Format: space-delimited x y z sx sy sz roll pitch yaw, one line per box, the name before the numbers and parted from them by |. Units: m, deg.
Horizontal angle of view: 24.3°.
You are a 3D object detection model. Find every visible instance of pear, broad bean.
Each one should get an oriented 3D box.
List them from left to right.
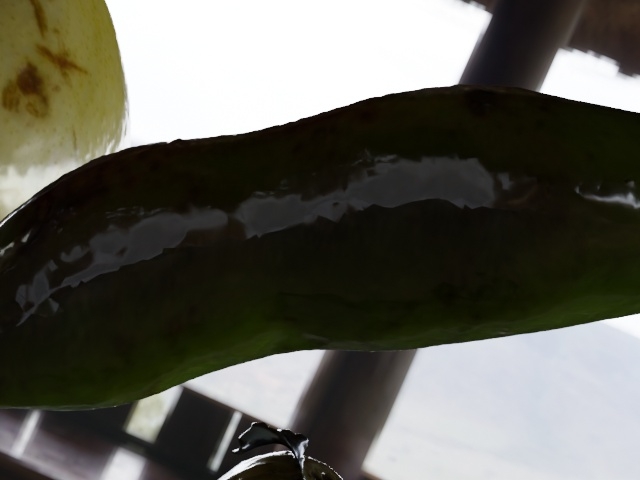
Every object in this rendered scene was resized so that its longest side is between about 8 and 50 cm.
pear | -0.270 -0.072 0.940 0.309 0.309 0.309 24 -2 1
broad bean | 0.000 0.000 0.441 0.339 0.077 0.061 -11 3 10

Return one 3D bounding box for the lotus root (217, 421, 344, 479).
lotus root | -0.065 0.224 0.877 0.124 0.241 0.123 53 11 34
